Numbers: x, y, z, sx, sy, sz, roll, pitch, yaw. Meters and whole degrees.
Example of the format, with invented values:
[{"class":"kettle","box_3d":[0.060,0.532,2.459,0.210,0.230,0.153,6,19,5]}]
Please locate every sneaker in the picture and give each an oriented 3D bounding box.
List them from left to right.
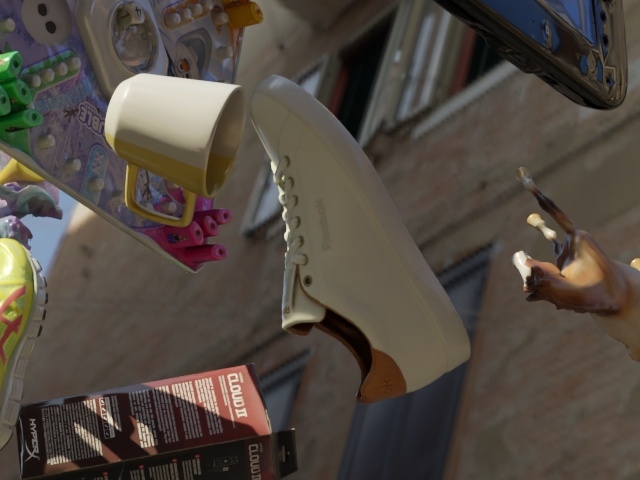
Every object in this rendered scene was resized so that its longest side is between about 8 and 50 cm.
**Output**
[{"class":"sneaker","box_3d":[-0.308,0.084,1.433,0.094,0.208,0.081,26,-36,-34]},{"class":"sneaker","box_3d":[0.000,0.000,1.317,0.290,0.123,0.106,58,-14,11]}]

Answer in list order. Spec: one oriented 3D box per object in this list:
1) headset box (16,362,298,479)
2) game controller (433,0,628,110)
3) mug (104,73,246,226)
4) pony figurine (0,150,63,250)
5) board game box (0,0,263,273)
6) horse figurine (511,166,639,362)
[{"class":"headset box","box_3d":[-0.168,0.261,1.746,0.293,0.110,0.218,-10,-46,-7]},{"class":"game controller","box_3d":[0.116,-0.185,0.958,0.067,0.166,0.319,-20,-20,26]},{"class":"mug","box_3d":[-0.082,-0.054,0.859,0.064,0.078,0.062,17,-15,9]},{"class":"pony figurine","box_3d":[-0.435,-0.017,1.734,0.351,0.302,0.363,12,-21,-35]},{"class":"board game box","box_3d":[-0.199,-0.215,1.710,0.050,0.390,0.390,-8,-29,32]},{"class":"horse figurine","box_3d":[0.248,0.043,1.371,0.066,0.174,0.263,-44,-57,14]}]
